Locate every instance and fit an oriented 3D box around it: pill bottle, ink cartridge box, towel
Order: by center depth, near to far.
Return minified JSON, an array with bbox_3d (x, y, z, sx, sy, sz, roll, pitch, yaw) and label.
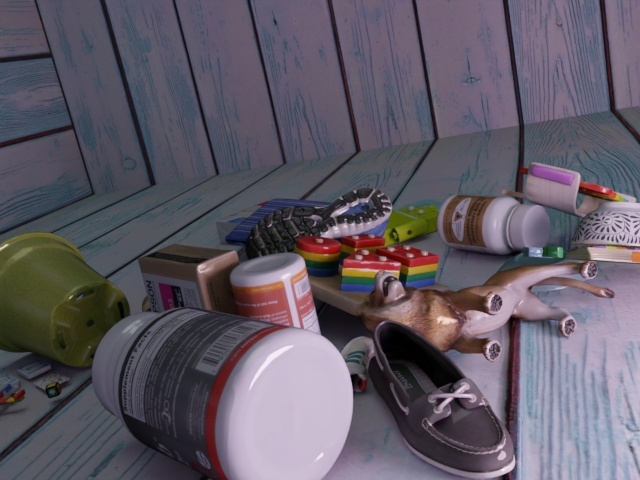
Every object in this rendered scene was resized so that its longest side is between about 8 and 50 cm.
[{"bbox_3d":[-0.150,0.202,0.940,0.210,0.210,0.363,-25,19,-40],"label":"pill bottle"},{"bbox_3d":[-0.063,0.138,1.091,0.121,0.216,0.121,-11,14,3],"label":"pill bottle"},{"bbox_3d":[-0.208,0.132,1.189,0.193,0.234,0.088,3,20,45],"label":"ink cartridge box"},{"bbox_3d":[0.386,-0.035,1.535,0.131,0.131,0.229,-23,19,-34],"label":"pill bottle"},{"bbox_3d":[-0.102,-0.048,2.015,0.243,0.040,0.336,7,25,20],"label":"towel"},{"bbox_3d":[-0.201,-0.060,2.194,0.134,0.077,0.231,6,23,46],"label":"ink cartridge box"}]

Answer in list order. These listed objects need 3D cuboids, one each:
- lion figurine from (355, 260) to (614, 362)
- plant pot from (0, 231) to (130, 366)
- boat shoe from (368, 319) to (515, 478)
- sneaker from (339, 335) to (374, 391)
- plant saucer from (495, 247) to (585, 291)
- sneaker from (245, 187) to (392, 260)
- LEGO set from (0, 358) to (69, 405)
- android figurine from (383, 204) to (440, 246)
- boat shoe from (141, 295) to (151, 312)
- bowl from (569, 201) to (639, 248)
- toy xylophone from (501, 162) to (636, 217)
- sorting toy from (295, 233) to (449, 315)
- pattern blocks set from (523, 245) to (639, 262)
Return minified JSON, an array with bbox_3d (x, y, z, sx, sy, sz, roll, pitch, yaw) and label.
[{"bbox_3d":[0.274,0.109,1.154,0.392,0.142,0.240,-4,2,-28],"label":"lion figurine"},{"bbox_3d":[-0.547,0.142,1.442,0.254,0.275,0.276,17,30,39],"label":"plant pot"},{"bbox_3d":[0.142,0.201,0.927,0.112,0.095,0.335,-14,15,-14],"label":"boat shoe"},{"bbox_3d":[0.052,0.208,1.084,0.075,0.057,0.161,23,31,34],"label":"sneaker"},{"bbox_3d":[0.442,0.049,1.368,0.195,0.037,0.195,-11,14,3],"label":"plant saucer"},{"bbox_3d":[0.000,0.000,1.510,0.330,0.147,0.129,-14,50,-5],"label":"sneaker"},{"bbox_3d":[-0.590,0.275,1.311,0.183,0.060,0.244,-25,18,-36],"label":"LEGO set"},{"bbox_3d":[0.208,-0.044,1.862,0.273,0.056,0.248,-17,16,-13],"label":"android figurine"},{"bbox_3d":[-0.183,0.158,1.361,0.342,0.123,0.123,-3,45,-6],"label":"boat shoe"},{"bbox_3d":[0.536,-0.027,1.227,0.170,0.080,0.170,4,-1,0],"label":"bowl"},{"bbox_3d":[0.545,-0.102,1.515,0.236,0.081,0.323,22,9,37],"label":"toy xylophone"},{"bbox_3d":[0.079,0.051,1.344,0.256,0.089,0.257,-5,17,-42],"label":"sorting toy"},{"bbox_3d":[0.534,0.026,1.187,0.325,0.026,0.285,4,-1,-6],"label":"pattern blocks set"}]
